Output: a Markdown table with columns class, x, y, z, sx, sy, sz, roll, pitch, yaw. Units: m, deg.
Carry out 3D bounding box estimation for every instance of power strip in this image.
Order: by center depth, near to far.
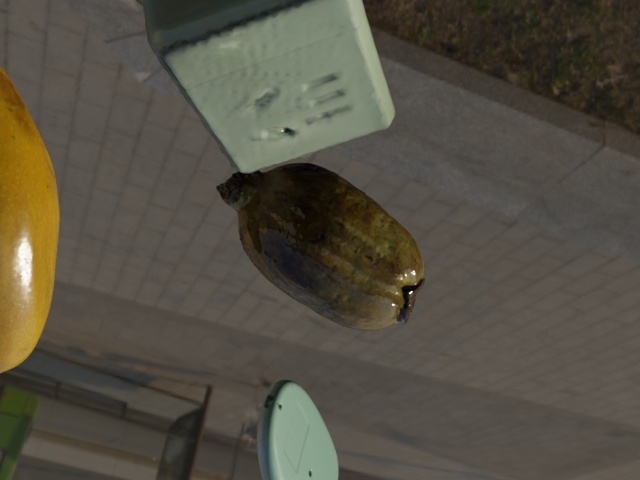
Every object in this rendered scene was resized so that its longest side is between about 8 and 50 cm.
| class | x | y | z | sx | sy | sz | roll | pitch | yaw |
| --- | --- | --- | --- | --- | --- | --- | --- | --- | --- |
| power strip | -0.029 | -0.146 | 0.605 | 0.140 | 0.139 | 0.224 | -19 | 150 | 8 |

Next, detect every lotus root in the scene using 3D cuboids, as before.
| class | x | y | z | sx | sy | sz | roll | pitch | yaw |
| --- | --- | --- | --- | --- | --- | --- | --- | --- | --- |
| lotus root | 0.000 | 0.000 | 0.877 | 0.260 | 0.145 | 0.128 | 33 | 156 | 0 |

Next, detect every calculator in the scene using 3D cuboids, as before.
| class | x | y | z | sx | sy | sz | roll | pitch | yaw |
| --- | --- | --- | --- | --- | --- | --- | --- | --- | --- |
| calculator | -0.013 | 0.168 | 0.574 | 0.021 | 0.095 | 0.153 | -9 | 125 | 21 |

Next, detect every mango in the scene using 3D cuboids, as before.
| class | x | y | z | sx | sy | sz | roll | pitch | yaw |
| --- | --- | --- | --- | --- | --- | --- | --- | --- | --- |
| mango | -0.366 | -0.032 | 0.852 | 0.187 | 0.359 | 0.144 | -7 | -176 | 43 |

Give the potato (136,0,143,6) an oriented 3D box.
| class | x | y | z | sx | sy | sz | roll | pitch | yaw |
| --- | --- | --- | --- | --- | --- | --- | --- | --- | --- |
| potato | -0.370 | -0.602 | 1.704 | 0.200 | 0.154 | 0.137 | 51 | 177 | -24 |
